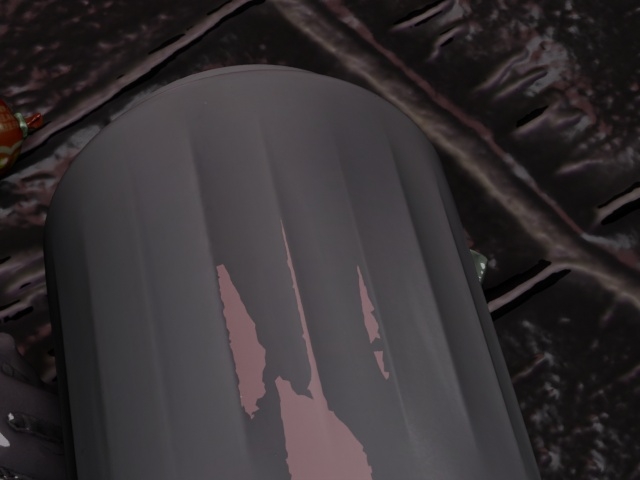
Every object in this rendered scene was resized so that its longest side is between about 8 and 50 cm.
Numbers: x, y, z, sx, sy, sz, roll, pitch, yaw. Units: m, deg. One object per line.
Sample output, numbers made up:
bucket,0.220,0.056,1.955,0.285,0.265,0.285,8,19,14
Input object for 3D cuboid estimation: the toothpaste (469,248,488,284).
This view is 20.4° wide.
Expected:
toothpaste,0.000,0.000,1.141,0.218,0.041,0.064,21,71,-2

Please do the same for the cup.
cup,0.005,0.103,0.963,0.237,0.323,0.327,-33,42,17

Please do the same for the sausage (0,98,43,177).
sausage,-0.284,-0.046,1.067,0.264,0.083,0.083,-17,66,-34

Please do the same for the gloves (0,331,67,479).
gloves,-0.227,0.107,1.008,0.285,0.119,0.142,22,91,-2
